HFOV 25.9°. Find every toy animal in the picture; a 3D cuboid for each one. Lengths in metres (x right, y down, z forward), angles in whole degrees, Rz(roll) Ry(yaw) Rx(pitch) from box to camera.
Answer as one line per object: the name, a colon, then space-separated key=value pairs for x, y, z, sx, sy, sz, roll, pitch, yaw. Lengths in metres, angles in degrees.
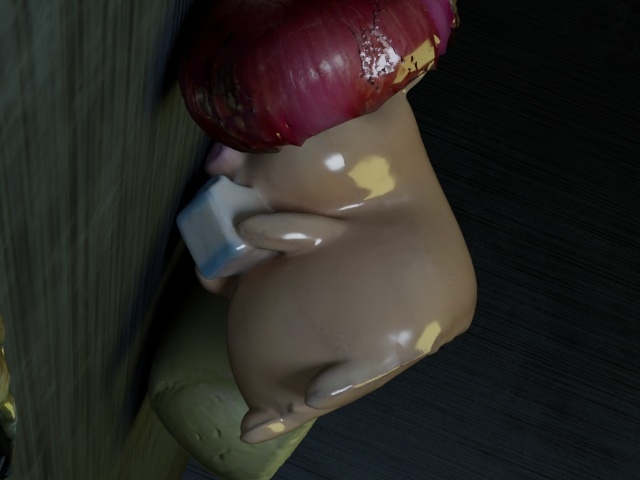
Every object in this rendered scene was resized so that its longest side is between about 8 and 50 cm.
toy animal: x=-0.002 y=-0.004 z=1.003 sx=0.213 sy=0.256 sz=0.195 roll=-11 pitch=166 yaw=-41

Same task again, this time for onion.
onion: x=-0.014 y=-0.123 z=0.680 sx=0.150 sy=0.140 sz=0.150 roll=-25 pitch=-154 yaw=13

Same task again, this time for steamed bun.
steamed bun: x=-0.057 y=0.096 z=1.185 sx=0.200 sy=0.155 sz=0.250 roll=-55 pitch=175 yaw=-28

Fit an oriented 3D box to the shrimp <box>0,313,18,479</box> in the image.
shrimp: x=-0.133 y=0.114 z=0.475 sx=0.150 sy=0.051 sz=0.217 roll=-80 pitch=-174 yaw=-57
